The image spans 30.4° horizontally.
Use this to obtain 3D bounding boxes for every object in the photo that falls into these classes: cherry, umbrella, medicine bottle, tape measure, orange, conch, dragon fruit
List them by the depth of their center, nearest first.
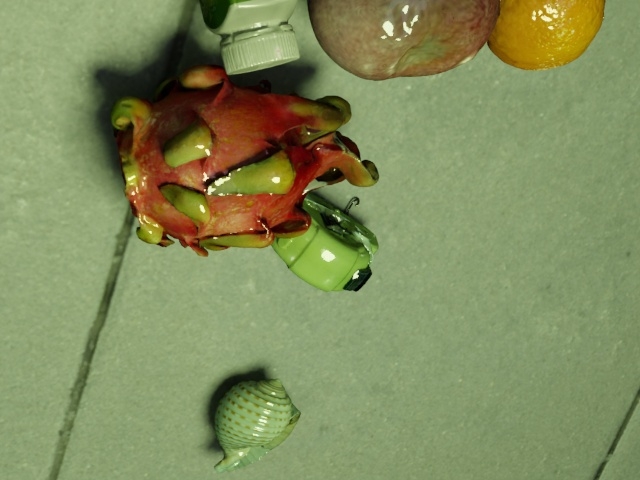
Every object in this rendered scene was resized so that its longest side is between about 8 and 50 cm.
[{"bbox_3d":[-0.086,-0.289,1.328,0.088,0.132,0.189,-15,95,-21],"label":"medicine bottle"},{"bbox_3d":[0.090,-0.310,1.402,0.239,0.239,0.206,-18,155,-14],"label":"cherry"},{"bbox_3d":[-0.100,-0.100,1.432,0.307,0.243,0.228,-13,101,-54],"label":"dragon fruit"},{"bbox_3d":[0.282,-0.308,1.487,0.161,0.193,0.193,4,119,2],"label":"orange"},{"bbox_3d":[0.000,0.000,1.563,0.177,0.154,0.087,31,112,-20],"label":"tape measure"},{"bbox_3d":[0.018,-0.009,1.655,0.022,0.013,0.122,17,110,-54],"label":"umbrella"},{"bbox_3d":[-0.096,0.259,1.705,0.135,0.102,0.153,12,136,-47],"label":"conch"}]
